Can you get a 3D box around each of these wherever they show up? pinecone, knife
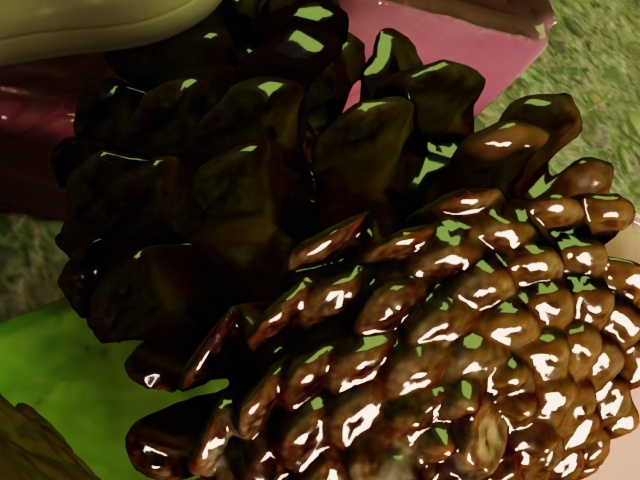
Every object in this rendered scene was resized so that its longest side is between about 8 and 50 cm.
[{"bbox_3d":[0.003,0.000,0.849,0.246,0.246,0.292,3,38,-41],"label":"pinecone"},{"bbox_3d":[-0.198,-0.069,0.837,0.081,0.336,0.043,-92,161,-54],"label":"knife"}]

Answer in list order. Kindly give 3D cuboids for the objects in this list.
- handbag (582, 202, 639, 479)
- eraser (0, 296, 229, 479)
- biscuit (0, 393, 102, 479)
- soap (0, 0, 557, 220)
[{"bbox_3d":[0.135,0.072,1.094,0.205,0.179,0.116,30,33,-19],"label":"handbag"},{"bbox_3d":[-0.088,0.127,0.905,0.210,0.092,0.274,51,36,9],"label":"eraser"},{"bbox_3d":[-0.084,0.128,0.653,0.296,0.075,0.296,46,4,-4],"label":"biscuit"},{"bbox_3d":[-0.093,-0.119,1.010,0.359,0.233,0.128,10,51,-36],"label":"soap"}]
